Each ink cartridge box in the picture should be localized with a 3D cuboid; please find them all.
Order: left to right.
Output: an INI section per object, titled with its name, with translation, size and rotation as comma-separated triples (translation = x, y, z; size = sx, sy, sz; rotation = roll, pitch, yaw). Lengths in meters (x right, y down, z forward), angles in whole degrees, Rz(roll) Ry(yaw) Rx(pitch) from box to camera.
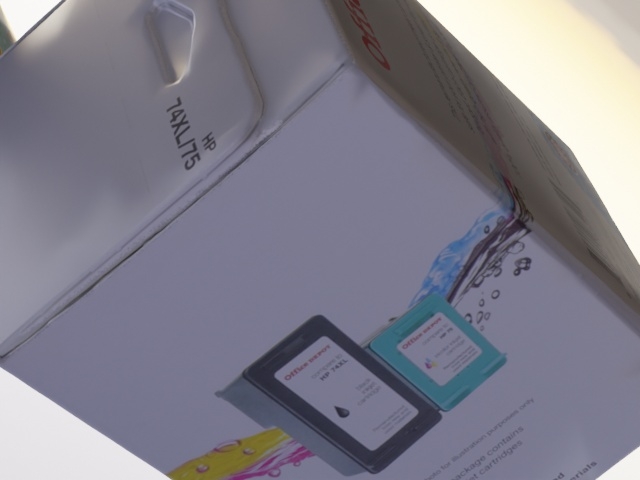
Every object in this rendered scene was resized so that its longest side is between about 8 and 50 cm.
[ink cartridge box]
translation = 0.000, 0.000, 0.911
size = 0.270, 0.197, 0.198
rotation = 40, -162, -36

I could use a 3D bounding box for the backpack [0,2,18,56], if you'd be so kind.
[backpack]
translation = -0.253, -0.097, 1.033
size = 0.166, 0.188, 0.144
rotation = -85, -22, -77
